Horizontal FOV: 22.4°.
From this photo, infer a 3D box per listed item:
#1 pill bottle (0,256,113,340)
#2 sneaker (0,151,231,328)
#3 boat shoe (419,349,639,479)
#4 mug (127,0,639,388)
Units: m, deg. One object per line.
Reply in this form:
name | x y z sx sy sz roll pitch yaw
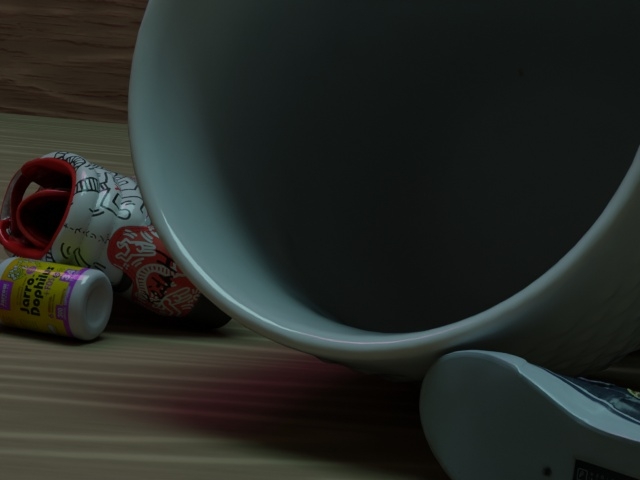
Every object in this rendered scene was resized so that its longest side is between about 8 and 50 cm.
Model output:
pill bottle | -0.171 0.034 0.976 0.083 0.043 0.043 8 7 21
sneaker | -0.152 -0.019 1.108 0.145 0.090 0.270 22 3 -24
boat shoe | 0.129 0.093 0.681 0.083 0.065 0.183 2 14 -43
mug | 0.133 -0.035 0.874 0.374 0.276 0.328 18 -4 26
